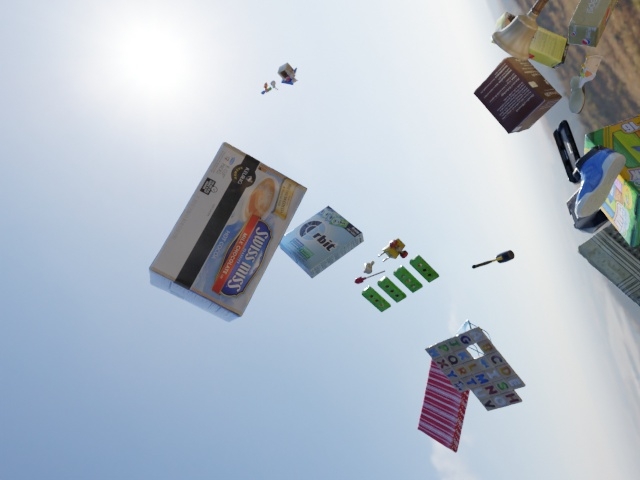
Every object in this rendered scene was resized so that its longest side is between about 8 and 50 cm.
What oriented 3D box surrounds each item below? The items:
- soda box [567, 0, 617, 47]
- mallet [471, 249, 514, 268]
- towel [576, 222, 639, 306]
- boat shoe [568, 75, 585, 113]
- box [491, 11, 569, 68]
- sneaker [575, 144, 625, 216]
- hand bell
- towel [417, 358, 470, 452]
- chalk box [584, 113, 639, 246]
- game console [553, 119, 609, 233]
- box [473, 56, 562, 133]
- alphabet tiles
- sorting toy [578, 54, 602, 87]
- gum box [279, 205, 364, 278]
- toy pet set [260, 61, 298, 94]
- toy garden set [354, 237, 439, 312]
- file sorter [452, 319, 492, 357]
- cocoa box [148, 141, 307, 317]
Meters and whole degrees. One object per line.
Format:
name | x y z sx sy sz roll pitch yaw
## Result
soda box | 0.595 -0.506 1.181 0.181 0.061 0.058 -60 -30 -15
mallet | 0.595 0.068 1.885 0.190 0.062 0.039 -11 -102 -40
towel | 0.871 0.032 1.366 0.056 0.312 0.324 42 -168 -48
boat shoe | 0.831 -0.464 1.774 0.043 0.049 0.137 30 -119 -46
box | 0.657 -0.622 1.714 0.058 0.232 0.087 165 122 -77
sneaker | 0.580 -0.131 1.183 0.084 0.058 0.152 -119 41 -53
hand bell | 0.583 -0.621 1.468 0.126 0.242 0.126 18 -137 -17
towel | 0.384 0.490 1.713 0.031 0.199 0.274 12 -92 -24
chalk box | 0.735 -0.119 1.206 0.179 0.180 0.289 64 -172 -45
game console | 0.797 -0.207 1.686 0.213 0.044 0.361 83 176 -71
box | 0.682 -0.505 1.904 0.168 0.167 0.203 -21 -111 -45
alphabet tiles | 0.420 0.353 1.468 0.237 0.198 0.009 51 -135 -1
sorting toy | 0.758 -0.477 1.562 0.083 0.045 0.075 -57 -18 -28
gum box | 0.000 0.000 1.517 0.157 0.184 0.041 42 158 39
toy pet set | -0.120 -0.519 1.802 0.065 0.122 0.114 42 -134 -36
toy garden set | 0.232 0.108 1.815 0.204 0.244 0.049 42 -152 -24
file sorter | 0.568 0.418 2.116 0.105 0.170 0.118 27 -154 -10
cocoa box | -0.222 -0.008 1.314 0.228 0.231 0.347 29 -108 -9
